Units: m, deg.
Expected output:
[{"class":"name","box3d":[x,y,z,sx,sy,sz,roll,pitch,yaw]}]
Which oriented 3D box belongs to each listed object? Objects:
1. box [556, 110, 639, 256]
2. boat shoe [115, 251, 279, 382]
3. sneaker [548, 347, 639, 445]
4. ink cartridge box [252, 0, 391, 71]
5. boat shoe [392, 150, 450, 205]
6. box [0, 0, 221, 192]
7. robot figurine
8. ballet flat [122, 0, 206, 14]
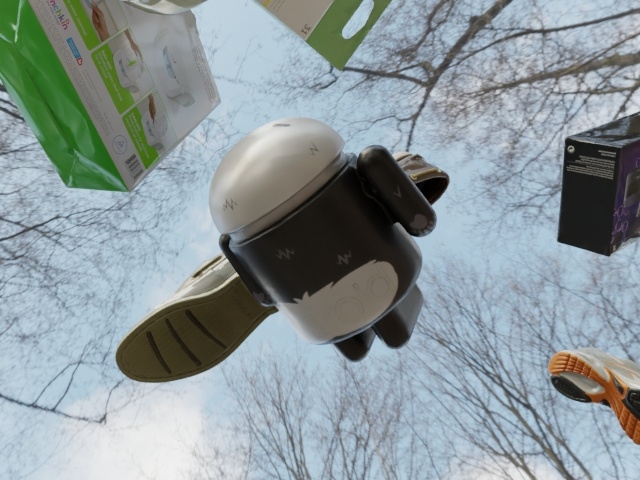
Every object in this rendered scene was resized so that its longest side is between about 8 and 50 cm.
[{"class":"box","box3d":[0.521,-0.105,1.048,0.261,0.103,0.184,-21,-60,-33]},{"class":"boat shoe","box3d":[-0.141,0.088,0.864,0.302,0.103,0.113,-31,-68,-5]},{"class":"sneaker","box3d":[0.506,0.243,0.984,0.121,0.262,0.099,-12,-56,-36]},{"class":"ink cartridge box","box3d":[0.014,-0.373,0.922,0.235,0.056,0.171,29,-76,-40]},{"class":"boat shoe","box3d":[0.085,-0.044,1.032,0.324,0.097,0.116,-35,-47,-30]},{"class":"box","box3d":[-0.268,-0.233,0.788,0.127,0.231,0.261,6,-45,27]},{"class":"robot figurine","box3d":[0.002,-0.002,0.685,0.209,0.173,0.278,-38,-75,-3]},{"class":"ballet flat","box3d":[-0.044,-0.197,0.368,0.249,0.086,0.086,-11,-78,34]}]
